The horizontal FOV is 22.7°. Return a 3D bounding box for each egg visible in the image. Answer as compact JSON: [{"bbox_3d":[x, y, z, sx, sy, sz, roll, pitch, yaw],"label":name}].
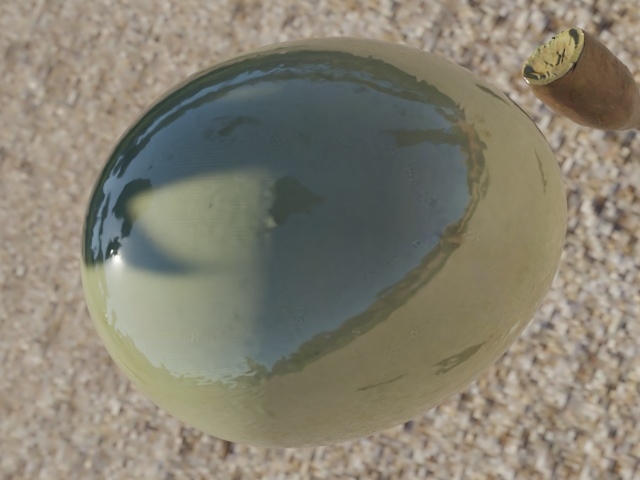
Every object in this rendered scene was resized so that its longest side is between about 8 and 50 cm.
[{"bbox_3d":[0.000,0.000,0.740,0.253,0.188,0.189,-13,61,40],"label":"egg"}]

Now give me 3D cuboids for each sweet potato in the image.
[{"bbox_3d":[0.165,-0.086,0.931,0.049,0.117,0.049,-22,57,38],"label":"sweet potato"}]
